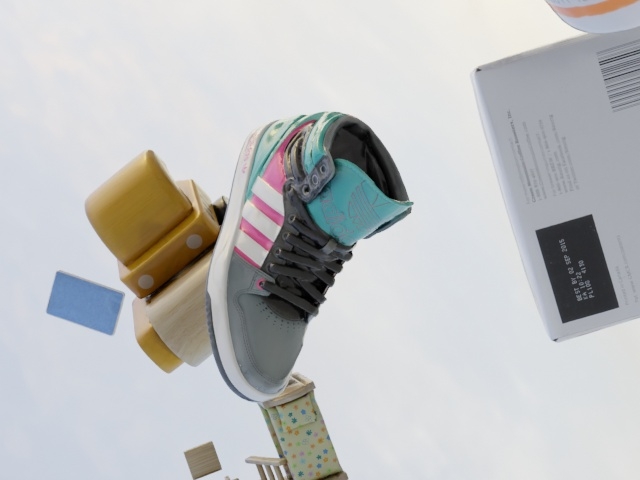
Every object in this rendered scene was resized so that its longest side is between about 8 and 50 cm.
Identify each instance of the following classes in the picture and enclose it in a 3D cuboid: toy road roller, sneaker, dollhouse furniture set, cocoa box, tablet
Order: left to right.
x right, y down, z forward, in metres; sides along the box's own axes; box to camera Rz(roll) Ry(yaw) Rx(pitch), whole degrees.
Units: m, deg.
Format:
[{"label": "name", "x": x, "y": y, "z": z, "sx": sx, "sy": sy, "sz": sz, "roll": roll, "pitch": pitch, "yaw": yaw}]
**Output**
[{"label": "tablet", "x": -0.261, "y": 0.069, "z": 1.536, "sx": 0.083, "sy": 0.054, "sz": 0.006, "roll": 18, "pitch": -166, "yaw": 5}, {"label": "toy road roller", "x": -0.226, "y": 0.014, "z": 2.065, "sx": 0.240, "sy": 0.202, "sz": 0.329, "roll": 47, "pitch": -172, "yaw": -26}, {"label": "dollhouse furniture set", "x": -0.081, "y": 0.190, "z": 1.446, "sx": 0.101, "sy": 0.160, "sz": 0.182, "roll": -175, "pitch": 64, "yaw": -79}, {"label": "sneaker", "x": 0.000, "y": 0.000, "z": 1.301, "sx": 0.123, "sy": 0.178, "sz": 0.296, "roll": 26, "pitch": -121, "yaw": -37}, {"label": "cocoa box", "x": 0.341, "y": -0.082, "z": 1.741, "sx": 0.228, "sy": 0.231, "sz": 0.347, "roll": -53, "pitch": -54, "yaw": -82}]

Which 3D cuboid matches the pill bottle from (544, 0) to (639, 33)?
[{"label": "pill bottle", "x": 0.167, "y": -0.368, "z": 1.087, "sx": 0.392, "sy": 0.224, "sz": 0.224, "roll": 42, "pitch": -153, "yaw": -29}]
